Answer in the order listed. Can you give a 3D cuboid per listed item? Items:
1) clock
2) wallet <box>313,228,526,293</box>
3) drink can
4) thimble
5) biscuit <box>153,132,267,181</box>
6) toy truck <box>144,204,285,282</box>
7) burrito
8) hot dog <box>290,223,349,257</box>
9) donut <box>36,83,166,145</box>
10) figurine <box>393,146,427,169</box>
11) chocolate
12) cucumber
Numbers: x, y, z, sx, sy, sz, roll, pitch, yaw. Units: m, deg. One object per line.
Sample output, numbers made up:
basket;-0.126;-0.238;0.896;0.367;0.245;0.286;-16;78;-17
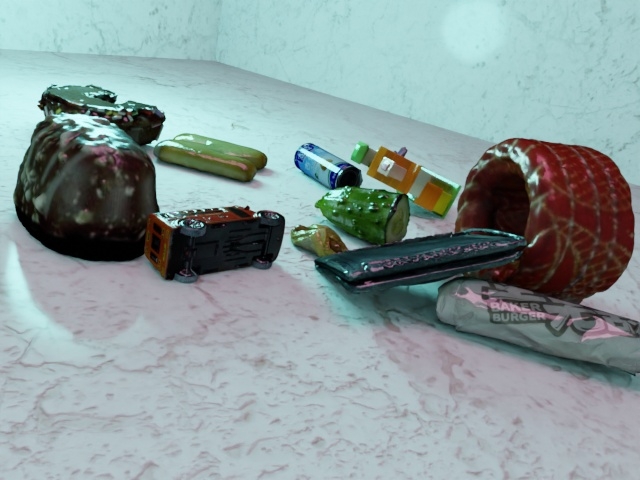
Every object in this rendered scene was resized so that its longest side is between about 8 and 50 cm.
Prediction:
clock;0.228;-0.181;1.681;0.255;0.106;0.220;18;13;-39
wallet;0.180;0.038;1.126;0.342;0.075;0.237;-11;9;-15
drink can;0.020;-0.213;1.757;0.097;0.097;0.235;-4;27;-36
thimble;0.450;-0.036;1.237;0.230;0.350;0.350;9;21;-16
biscuit;-0.308;-0.246;1.703;0.290;0.062;0.237;16;20;4
toy truck;-0.188;-0.006;1.093;0.252;0.107;0.114;-9;31;-44
burrito;0.424;0.155;1.047;0.445;0.101;0.139;14;10;11
hot dog;0.001;-0.001;1.253;0.169;0.061;0.078;25;25;29
donut;-0.636;-0.349;1.682;0.345;0.136;0.259;17;23;15
figurine;0.282;-0.233;1.968;0.157;0.114;0.126;35;48;-21
chocolate;-0.433;-0.121;1.110;0.225;0.210;0.340;-4;27;-42
cucumber;0.087;-0.068;1.410;0.244;0.134;0.134;14;19;31
